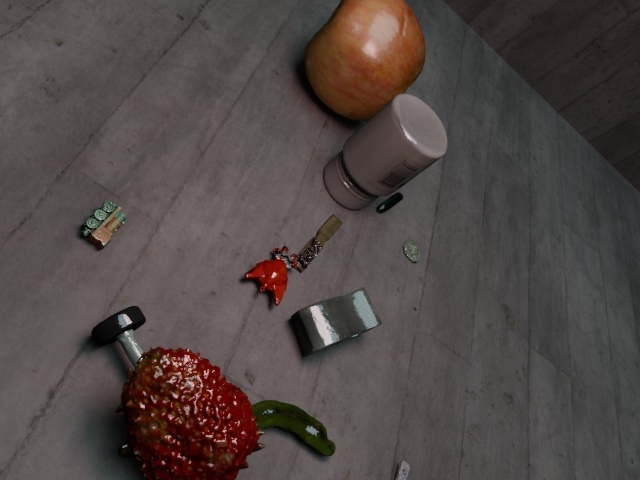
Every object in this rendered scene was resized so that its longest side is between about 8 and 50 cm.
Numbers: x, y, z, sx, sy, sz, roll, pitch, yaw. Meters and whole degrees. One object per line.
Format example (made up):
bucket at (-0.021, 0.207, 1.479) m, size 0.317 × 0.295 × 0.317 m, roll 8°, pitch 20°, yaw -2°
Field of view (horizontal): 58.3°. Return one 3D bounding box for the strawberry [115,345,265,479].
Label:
strawberry at (-0.230, 0.337, 1.004) m, size 0.233 × 0.137 × 0.306 m, roll -45°, pitch 127°, yaw -18°

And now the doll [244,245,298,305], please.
doll at (-0.108, 0.074, 1.414) m, size 0.109 × 0.057 × 0.169 m, roll 43°, pitch 46°, yaw -7°

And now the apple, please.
apple at (0.143, -0.578, 1.811) m, size 0.346 × 0.391 × 0.391 m, roll 40°, pitch 45°, yaw -12°

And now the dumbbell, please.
dumbbell at (-0.343, 0.227, 1.087) m, size 0.100 × 0.100 × 0.191 m, roll -29°, pitch 85°, yaw -47°

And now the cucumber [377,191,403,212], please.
cucumber at (0.222, -0.120, 1.840) m, size 0.032 × 0.032 × 0.133 m, roll 55°, pitch 43°, yaw 1°

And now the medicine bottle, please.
medicine bottle at (0.176, -0.241, 1.652) m, size 0.208 × 0.339 × 0.208 m, roll 21°, pitch 52°, yaw -30°

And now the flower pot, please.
flower pot at (0.036, 0.201, 1.427) m, size 0.229 × 0.103 × 0.108 m, roll -11°, pitch 72°, yaw -43°

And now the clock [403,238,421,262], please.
clock at (0.293, 0.032, 1.821) m, size 0.074 × 0.010 × 0.083 m, roll 41°, pitch 44°, yaw -13°

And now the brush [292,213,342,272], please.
brush at (0.000, 0.000, 1.572) m, size 0.043 × 0.036 × 0.248 m, roll 51°, pitch 43°, yaw -9°

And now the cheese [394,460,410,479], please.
cheese at (0.176, 0.606, 1.340) m, size 0.097 × 0.037 × 0.192 m, roll 43°, pitch 45°, yaw -13°

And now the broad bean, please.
broad bean at (-0.094, 0.413, 1.227) m, size 0.292 × 0.049 × 0.144 m, roll 3°, pitch 69°, yaw -37°

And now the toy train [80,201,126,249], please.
toy train at (-0.451, -0.035, 1.201) m, size 0.064 × 0.044 × 0.103 m, roll 43°, pitch 46°, yaw -16°
